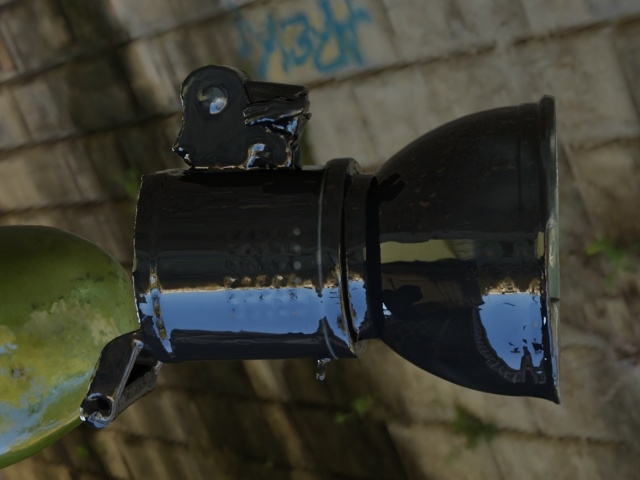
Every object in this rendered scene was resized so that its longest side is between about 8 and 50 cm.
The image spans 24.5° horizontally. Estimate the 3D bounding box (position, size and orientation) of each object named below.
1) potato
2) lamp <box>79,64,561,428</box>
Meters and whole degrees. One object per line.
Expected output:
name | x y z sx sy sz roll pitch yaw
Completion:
potato | -0.294 0.091 1.172 0.305 0.215 0.216 -7 -169 -5
lamp | 0.000 0.000 0.709 0.228 0.172 0.147 -1 -171 10
